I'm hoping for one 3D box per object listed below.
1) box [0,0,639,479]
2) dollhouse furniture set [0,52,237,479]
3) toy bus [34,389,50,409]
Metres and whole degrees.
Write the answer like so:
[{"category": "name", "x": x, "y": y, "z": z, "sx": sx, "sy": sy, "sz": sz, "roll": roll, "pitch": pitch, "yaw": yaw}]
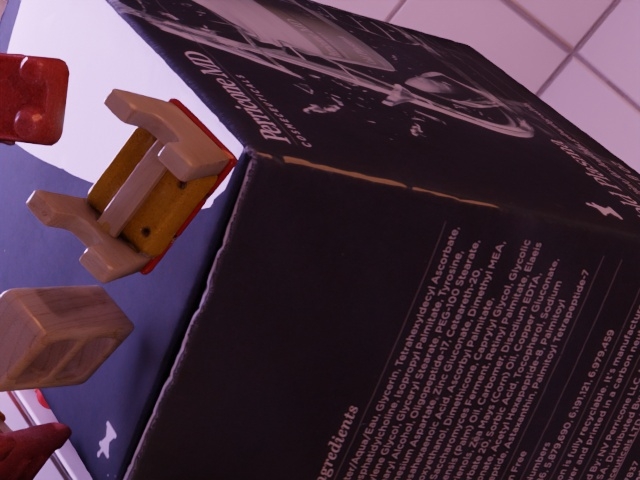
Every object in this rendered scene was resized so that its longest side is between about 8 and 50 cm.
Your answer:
[{"category": "box", "x": 0.000, "y": 0.000, "z": 1.552, "sx": 0.471, "sy": 0.297, "sz": 0.480, "roll": 10, "pitch": 22, "yaw": -32}, {"category": "dollhouse furniture set", "x": -0.227, "y": 0.025, "z": 1.288, "sx": 0.201, "sy": 0.374, "sz": 0.152, "roll": 45, "pitch": 16, "yaw": 17}, {"category": "toy bus", "x": -0.228, "y": 0.079, "z": 1.757, "sx": 0.220, "sy": 0.149, "sz": 0.211, "roll": 37, "pitch": 26, "yaw": -4}]
